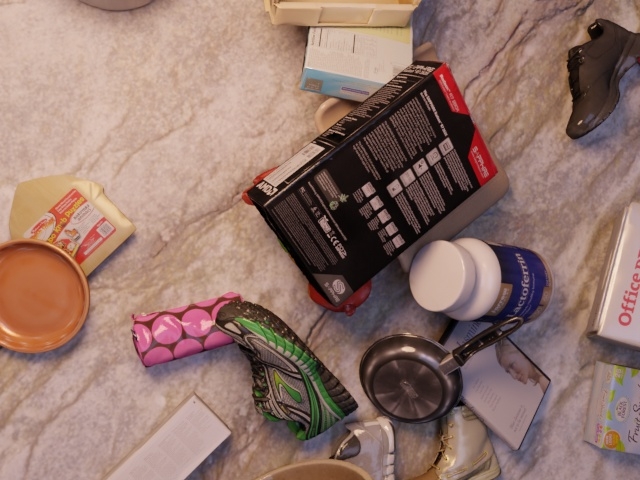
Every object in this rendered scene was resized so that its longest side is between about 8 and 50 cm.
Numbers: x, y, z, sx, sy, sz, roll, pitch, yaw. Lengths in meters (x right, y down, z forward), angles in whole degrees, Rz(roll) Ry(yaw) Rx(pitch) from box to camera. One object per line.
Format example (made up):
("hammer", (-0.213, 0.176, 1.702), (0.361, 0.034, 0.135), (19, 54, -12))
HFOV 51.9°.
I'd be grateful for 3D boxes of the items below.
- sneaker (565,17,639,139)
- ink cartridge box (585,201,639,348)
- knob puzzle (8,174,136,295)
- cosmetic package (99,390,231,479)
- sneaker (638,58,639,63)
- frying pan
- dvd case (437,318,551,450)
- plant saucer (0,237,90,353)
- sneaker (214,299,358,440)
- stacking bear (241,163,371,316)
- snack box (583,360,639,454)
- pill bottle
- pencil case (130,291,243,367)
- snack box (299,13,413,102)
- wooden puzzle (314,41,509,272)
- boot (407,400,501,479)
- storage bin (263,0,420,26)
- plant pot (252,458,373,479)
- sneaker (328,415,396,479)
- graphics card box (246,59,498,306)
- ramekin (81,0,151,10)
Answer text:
("sneaker", (0.563, -0.339, 1.377), (0.130, 0.109, 0.286), (30, 72, -3))
("ink cartridge box", (0.754, 0.109, 1.289), (0.385, 0.160, 0.279), (16, 83, 15))
("knob puzzle", (-0.454, -0.030, 1.160), (0.213, 0.030, 0.213), (0, 90, -8))
("cosmetic package", (-0.281, 0.388, 1.168), (0.239, 0.060, 0.099), (-43, 99, -11))
("sneaker", (0.723, -0.426, 1.418), (0.094, 0.081, 0.208), (-15, 92, -11))
("frying pan", (0.225, 0.254, 1.209), (0.326, 0.053, 0.197), (-11, 108, 22))
("dvd case", (0.336, 0.261, 1.299), (0.253, 0.022, 0.180), (44, 58, -7))
("plant saucer", (-0.492, 0.093, 1.125), (0.200, 0.037, 0.199), (0, 98, -3))
("sneaker", (-0.071, 0.237, 1.145), (0.146, 0.134, 0.343), (-42, 120, -7))
("stacking bear", (0.000, 0.000, 1.201), (0.164, 0.175, 0.288), (-21, 105, 12))
("snack box", (0.671, 0.357, 1.379), (0.207, 0.070, 0.174), (11, 86, -10))
("pill bottle", (0.299, 0.076, 1.218), (0.265, 0.153, 0.153), (8, 86, -39))
("pencil case", (-0.229, 0.154, 1.177), (0.210, 0.095, 0.098), (-13, 75, -15))
("snack box", (0.072, -0.388, 1.199), (0.187, 0.060, 0.321), (10, 57, -6))
("wooden puzzle", (0.176, -0.159, 1.257), (0.322, 0.081, 0.347), (-36, 102, -27))
("boot", (0.241, 0.402, 1.277), (0.213, 0.077, 0.164), (-12, 91, -19))
("storage bin", (0.027, -0.508, 1.132), (0.263, 0.123, 0.260), (-4, 72, -15))
("plant pot", (-0.014, 0.601, 1.111), (0.334, 0.334, 0.305), (-22, 104, -13))
("sneaker", (0.074, 0.451, 1.242), (0.132, 0.086, 0.228), (0, 78, -8))
("graphics card box", (0.093, -0.094, 1.075), (0.371, 0.094, 0.232), (-40, 121, -10))
("ramekin", (-0.368, -0.543, 1.149), (0.278, 0.135, 0.277), (0, 88, -13))
